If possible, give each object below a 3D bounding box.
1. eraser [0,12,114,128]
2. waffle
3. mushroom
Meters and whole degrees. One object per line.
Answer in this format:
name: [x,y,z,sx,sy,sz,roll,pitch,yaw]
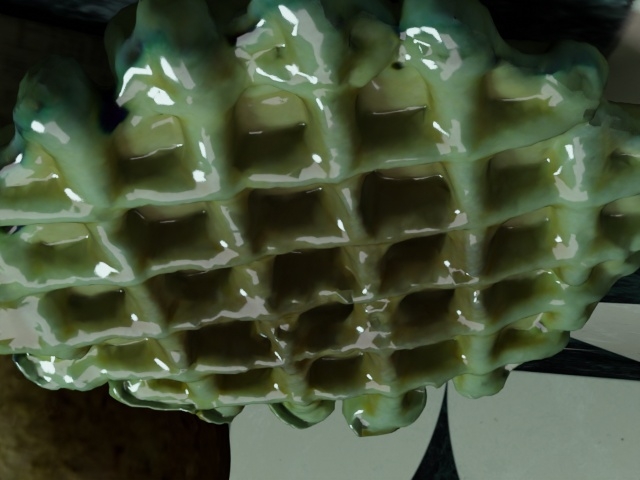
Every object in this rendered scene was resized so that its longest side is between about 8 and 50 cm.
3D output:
eraser: [-0.107,-0.044,0.610,0.343,0.078,0.144,11,169,-22]
waffle: [0.000,0.000,0.531,0.309,0.056,0.292,18,137,-31]
mushroom: [-0.216,0.097,0.754,0.331,0.334,0.356,13,-175,44]
